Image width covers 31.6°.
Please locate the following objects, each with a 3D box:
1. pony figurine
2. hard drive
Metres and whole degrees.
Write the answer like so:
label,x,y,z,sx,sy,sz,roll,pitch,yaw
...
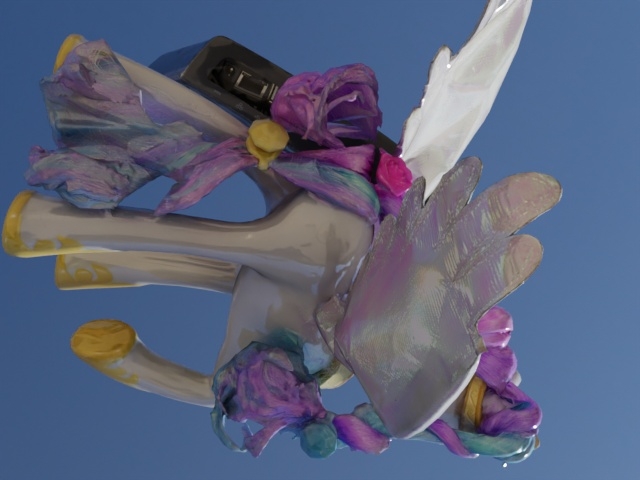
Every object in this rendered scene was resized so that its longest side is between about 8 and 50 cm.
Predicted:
label,x,y,z,sx,sy,sz,roll,pitch,yaw
pony figurine,0.000,0.000,0.696,0.363,0.351,0.303,17,-133,3
hard drive,-0.011,-0.063,0.841,0.254,0.172,0.054,32,-100,-22
